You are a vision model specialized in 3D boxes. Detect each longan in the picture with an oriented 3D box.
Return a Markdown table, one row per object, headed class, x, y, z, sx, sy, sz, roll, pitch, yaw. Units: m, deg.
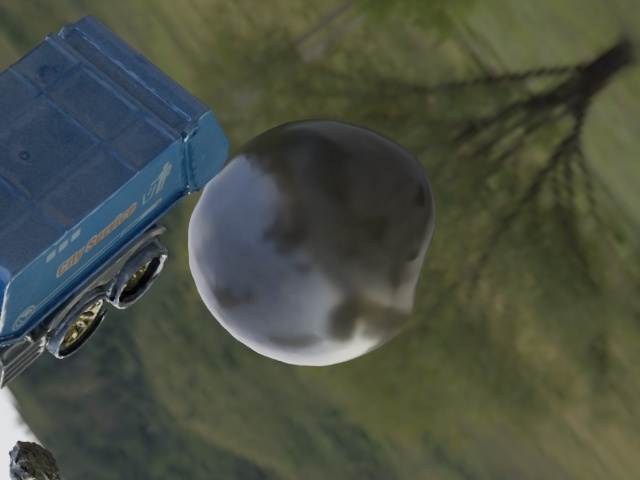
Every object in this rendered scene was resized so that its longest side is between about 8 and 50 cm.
| class | x | y | z | sx | sy | sz | roll | pitch | yaw |
| --- | --- | --- | --- | --- | --- | --- | --- | --- | --- |
| longan | 0.000 | 0.000 | 1.815 | 0.248 | 0.248 | 0.248 | 53 | -172 | -10 |

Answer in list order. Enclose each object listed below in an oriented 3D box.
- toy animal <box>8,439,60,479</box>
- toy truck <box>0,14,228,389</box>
| class | x | y | z | sx | sy | sz | roll | pitch | yaw |
| --- | --- | --- | --- | --- | --- | --- | --- | --- | --- |
| toy animal | -0.312 | 0.301 | 2.113 | 0.086 | 0.069 | 0.220 | 53 | 145 | 29 |
| toy truck | -0.217 | 0.002 | 1.280 | 0.146 | 0.367 | 0.175 | 37 | 146 | 13 |
